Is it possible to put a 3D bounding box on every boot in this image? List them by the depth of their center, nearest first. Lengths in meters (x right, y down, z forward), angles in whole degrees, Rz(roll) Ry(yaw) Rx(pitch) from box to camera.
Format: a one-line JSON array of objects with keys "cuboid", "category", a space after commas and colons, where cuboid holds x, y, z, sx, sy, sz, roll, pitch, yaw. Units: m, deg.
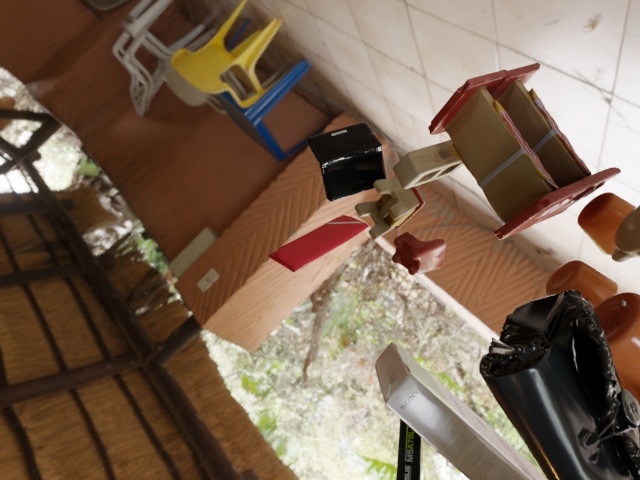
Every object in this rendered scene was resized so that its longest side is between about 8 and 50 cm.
[{"cuboid": [0.242, 0.133, 0.414, 0.094, 0.246, 0.207, -29, 83, 50], "category": "boot"}]

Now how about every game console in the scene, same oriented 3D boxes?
[{"cuboid": [0.049, -0.146, 0.943, 0.071, 0.122, 0.107, 91, 156, -53], "category": "game console"}]

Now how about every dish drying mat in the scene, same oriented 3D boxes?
[{"cuboid": [0.000, 0.000, 0.417, 0.032, 0.083, 0.008, 28, 134, 39], "category": "dish drying mat"}]

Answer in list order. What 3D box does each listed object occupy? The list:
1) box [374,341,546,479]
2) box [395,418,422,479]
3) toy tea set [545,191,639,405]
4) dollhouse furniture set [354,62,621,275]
[{"cuboid": [0.218, 0.290, 0.745, 0.322, 0.058, 0.232, 43, -179, 3], "category": "box"}, {"cuboid": [0.158, 0.403, 0.899, 0.184, 0.045, 0.191, -76, -18, -55], "category": "box"}, {"cuboid": [0.363, 0.066, 0.597, 0.124, 0.336, 0.200, 39, 153, -3], "category": "toy tea set"}, {"cuboid": [0.230, -0.074, 0.823, 0.201, 0.152, 0.374, 63, 150, 14], "category": "dollhouse furniture set"}]
